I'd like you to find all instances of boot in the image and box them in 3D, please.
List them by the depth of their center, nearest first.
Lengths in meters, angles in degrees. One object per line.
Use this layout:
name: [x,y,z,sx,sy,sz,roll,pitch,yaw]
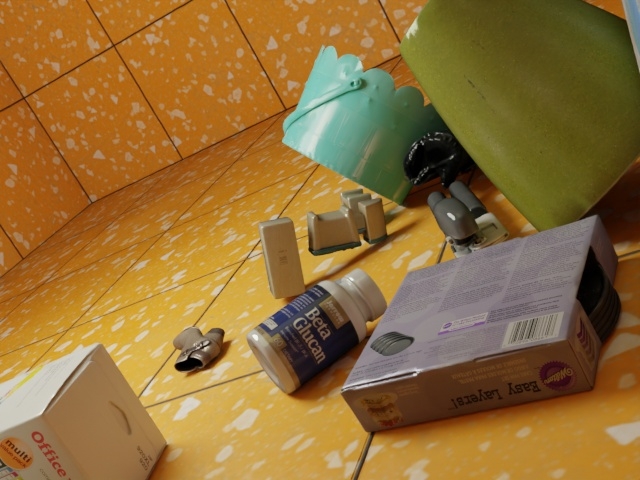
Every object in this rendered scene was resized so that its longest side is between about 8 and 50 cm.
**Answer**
boot: [-0.203,0.173,1.386,0.118,0.042,0.087,-19,21,33]
boot: [0.270,-0.163,1.413,0.246,0.094,0.207,-23,2,44]

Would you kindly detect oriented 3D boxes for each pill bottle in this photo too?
pill bottle: [-0.001,0.110,1.132,0.169,0.094,0.094,-35,17,-15]

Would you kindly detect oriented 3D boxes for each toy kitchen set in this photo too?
toy kitchen set: [0.000,0.000,1.487,0.207,0.122,0.166,-12,13,-10]

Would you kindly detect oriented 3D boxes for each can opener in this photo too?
can opener: [0.195,-0.046,1.258,0.076,0.095,0.283,-27,17,6]

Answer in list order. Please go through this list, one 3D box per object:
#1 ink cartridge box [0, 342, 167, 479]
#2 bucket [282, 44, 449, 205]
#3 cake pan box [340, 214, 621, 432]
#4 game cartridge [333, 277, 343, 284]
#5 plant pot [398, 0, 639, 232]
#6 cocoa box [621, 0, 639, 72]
ink cartridge box: [-0.350,0.270,1.113,0.232,0.171,0.168,-25,17,19]
bucket: [0.077,-0.196,1.545,0.183,0.281,0.281,-61,16,5]
cake pan box: [0.179,0.084,0.951,0.267,0.070,0.246,-20,21,31]
game cartridge: [0.007,0.085,1.336,0.083,0.017,0.056,-29,13,2]
plant pot: [0.252,-0.198,1.091,0.275,0.293,0.275,-51,-3,-4]
cocoa box: [0.401,-0.255,0.835,0.228,0.231,0.347,-13,50,20]
